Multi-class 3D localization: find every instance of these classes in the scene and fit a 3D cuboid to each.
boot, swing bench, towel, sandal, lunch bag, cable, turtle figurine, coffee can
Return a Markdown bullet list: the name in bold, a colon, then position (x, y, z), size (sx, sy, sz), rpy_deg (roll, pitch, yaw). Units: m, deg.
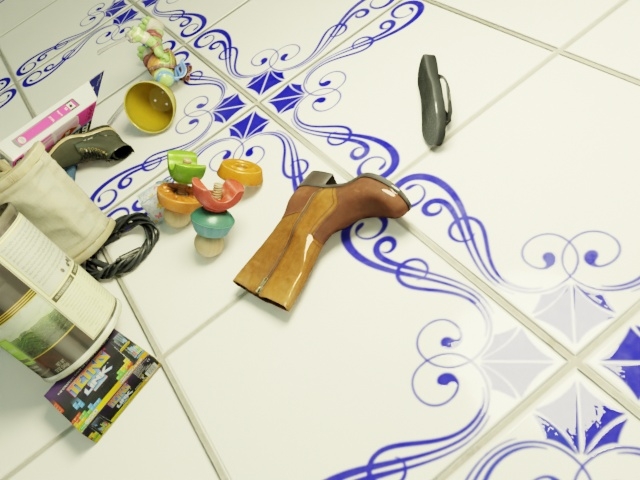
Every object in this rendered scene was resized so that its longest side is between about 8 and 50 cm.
- **boot**: position (0.000, 0.000, 1.115), size (0.264, 0.096, 0.281), rpy_deg (17, 62, 35)
- **swing bench**: position (-0.619, -0.065, 1.293), size (0.254, 0.253, 0.165), rpy_deg (7, 56, 31)
- **boot**: position (-0.591, -0.223, 1.590), size (0.197, 0.077, 0.137), rpy_deg (-37, 50, -23)
- **towel**: position (-0.679, -0.183, 1.645), size (0.067, 0.029, 0.120), rpy_deg (-20, 46, 8)
- **sandal**: position (0.239, -0.295, 1.261), size (0.054, 0.097, 0.255), rpy_deg (6, 51, -4)
- **lunch bag**: position (-0.352, -0.091, 1.379), size (0.083, 0.071, 0.053), rpy_deg (-34, 42, -1)
- **cable**: position (-0.436, 0.012, 1.349), size (0.184, 0.047, 0.151), rpy_deg (-18, 47, 10)
- **turtle figurine**: position (-0.511, -0.508, 1.728), size (0.274, 0.198, 0.266), rpy_deg (-21, 42, 3)
- **coffee can**: position (-0.533, 0.096, 1.129), size (0.201, 0.275, 0.202), rpy_deg (-30, 29, 19)

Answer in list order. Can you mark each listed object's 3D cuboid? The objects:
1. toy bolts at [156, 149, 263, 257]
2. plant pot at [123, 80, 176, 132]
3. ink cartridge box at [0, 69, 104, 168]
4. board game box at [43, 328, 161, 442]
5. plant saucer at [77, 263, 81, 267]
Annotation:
- **toy bolts**: position (-0.219, -0.070, 1.290), size (0.218, 0.159, 0.228), rpy_deg (2, 26, -26)
- **plant pot**: position (-0.432, -0.359, 1.622), size (0.134, 0.134, 0.095), rpy_deg (-14, 23, 14)
- **ink cartridge box**: position (-0.691, -0.290, 1.628), size (0.371, 0.069, 0.175), rpy_deg (-55, 8, -34)
- **board game box**: position (-0.394, 0.253, 1.122), size (0.141, 0.048, 0.170), rpy_deg (22, 64, 36)
- **plant saucer**: position (-0.656, 0.087, 1.390), size (0.310, 0.050, 0.311), rpy_deg (-14, 47, 15)
